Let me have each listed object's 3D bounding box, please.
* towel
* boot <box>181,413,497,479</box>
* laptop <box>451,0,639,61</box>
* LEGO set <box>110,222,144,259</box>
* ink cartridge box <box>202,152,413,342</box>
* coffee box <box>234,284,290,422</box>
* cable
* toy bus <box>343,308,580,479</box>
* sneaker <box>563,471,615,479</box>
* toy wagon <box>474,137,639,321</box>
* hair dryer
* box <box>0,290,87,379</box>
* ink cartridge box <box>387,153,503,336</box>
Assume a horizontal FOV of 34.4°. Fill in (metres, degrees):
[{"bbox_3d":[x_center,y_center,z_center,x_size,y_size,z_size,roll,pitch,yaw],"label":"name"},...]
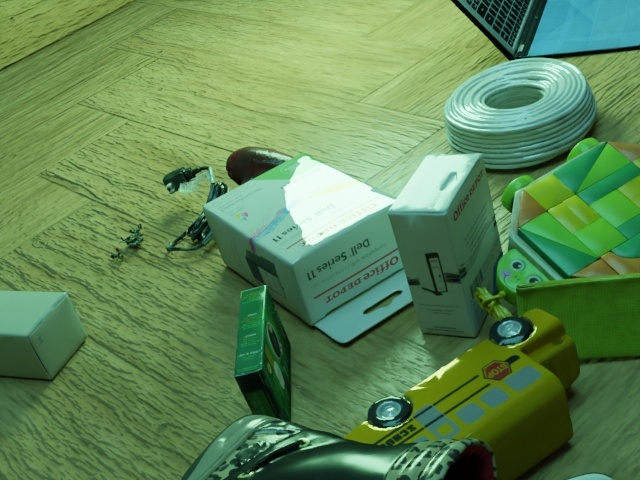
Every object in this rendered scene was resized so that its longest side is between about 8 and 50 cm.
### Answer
[{"bbox_3d":[0.359,0.093,1.248,0.237,0.102,0.021,-6,1,16],"label":"towel"},{"bbox_3d":[-0.026,0.293,0.903,0.284,0.138,0.377,-5,26,32],"label":"boot"},{"bbox_3d":[0.465,-0.549,2.097,0.236,0.408,0.382,-38,15,38],"label":"laptop"},{"bbox_3d":[-0.334,0.007,1.817,0.083,0.023,0.054,-47,38,-19],"label":"LEGO set"},{"bbox_3d":[0.000,0.000,1.557,0.207,0.119,0.353,-30,33,-22],"label":"ink cartridge box"},{"bbox_3d":[-0.074,0.156,1.358,0.041,0.113,0.184,-16,32,9],"label":"coffee box"},{"bbox_3d":[0.339,-0.218,1.761,0.257,0.089,0.257,-22,31,-7],"label":"cable"},{"bbox_3d":[0.161,0.212,1.150,0.333,0.108,0.130,-30,33,-19],"label":"toy bus"},{"bbox_3d":[0.208,0.310,0.997,0.229,0.086,0.132,-19,33,-4],"label":"sneaker"},{"bbox_3d":[0.355,-0.001,1.347,0.344,0.068,0.267,-29,53,-17],"label":"toy wagon"},{"bbox_3d":[-0.134,-0.076,1.820,0.294,0.080,0.223,-21,46,6],"label":"hair dryer"},{"bbox_3d":[-0.514,0.143,1.617,0.275,0.094,0.113,1,36,28],"label":"box"},{"bbox_3d":[0.174,0.004,1.381,0.086,0.203,0.148,2,36,30],"label":"ink cartridge box"}]
